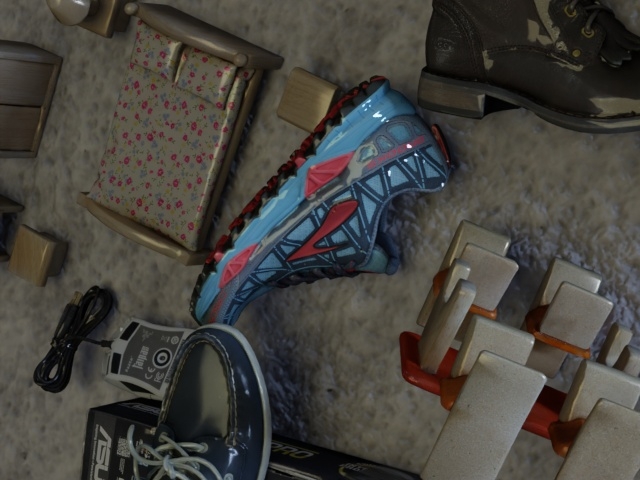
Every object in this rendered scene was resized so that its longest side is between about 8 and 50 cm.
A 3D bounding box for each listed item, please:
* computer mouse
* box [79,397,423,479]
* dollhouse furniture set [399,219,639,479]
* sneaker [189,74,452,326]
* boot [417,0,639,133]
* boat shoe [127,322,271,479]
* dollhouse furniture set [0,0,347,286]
[{"bbox_3d":[-0.160,0.107,1.216,0.193,0.042,0.106,14,70,28],"label":"computer mouse"},{"bbox_3d":[-0.078,0.360,1.154,0.318,0.097,0.395,10,96,32],"label":"box"},{"bbox_3d":[0.174,0.122,0.918,0.259,0.262,0.135,22,108,-4],"label":"dollhouse furniture set"},{"bbox_3d":[0.000,0.000,1.079,0.125,0.104,0.262,41,115,-4],"label":"sneaker"},{"bbox_3d":[0.170,-0.198,0.955,0.263,0.091,0.229,7,106,25],"label":"boot"},{"bbox_3d":[-0.103,0.193,1.069,0.095,0.079,0.255,11,95,30],"label":"boat shoe"},{"bbox_3d":[-0.203,-0.055,1.167,0.355,0.174,0.303,26,106,28],"label":"dollhouse furniture set"}]
